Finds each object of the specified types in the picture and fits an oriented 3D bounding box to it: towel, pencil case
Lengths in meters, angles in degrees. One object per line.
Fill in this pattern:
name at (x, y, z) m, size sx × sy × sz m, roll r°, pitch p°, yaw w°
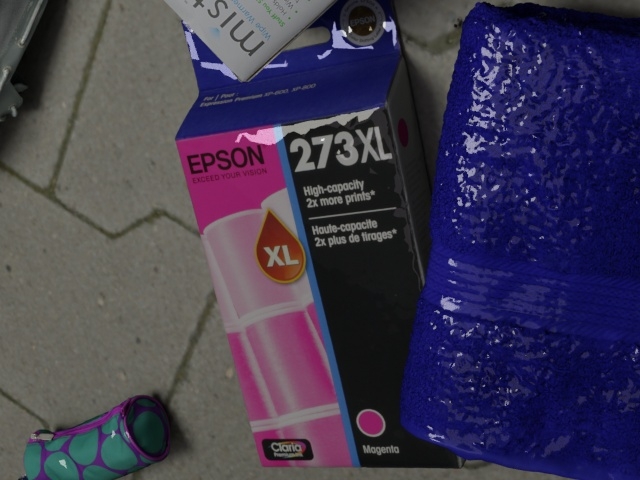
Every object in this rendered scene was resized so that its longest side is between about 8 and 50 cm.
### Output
towel at (0.180, 0.014, 0.596) m, size 0.227 × 0.076 × 0.308 m, roll 7°, pitch 110°, yaw 3°
pencil case at (-0.212, 0.193, 0.871) m, size 0.151 × 0.064 × 0.070 m, roll -23°, pitch 115°, yaw 28°

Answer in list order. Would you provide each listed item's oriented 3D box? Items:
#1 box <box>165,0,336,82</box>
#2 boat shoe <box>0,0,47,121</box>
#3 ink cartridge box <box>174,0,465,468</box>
box at (-0.047, -0.271, 0.544) m, size 0.231 × 0.127 × 0.262 m, roll -38°, pitch 107°, yaw 25°
boat shoe at (-0.279, -0.134, 0.766) m, size 0.228 × 0.081 × 0.079 m, roll -60°, pitch 43°, yaw 23°
ink cartridge box at (0.000, 0.000, 0.711) m, size 0.175 × 0.069 × 0.371 m, roll -6°, pitch 104°, yaw 25°
